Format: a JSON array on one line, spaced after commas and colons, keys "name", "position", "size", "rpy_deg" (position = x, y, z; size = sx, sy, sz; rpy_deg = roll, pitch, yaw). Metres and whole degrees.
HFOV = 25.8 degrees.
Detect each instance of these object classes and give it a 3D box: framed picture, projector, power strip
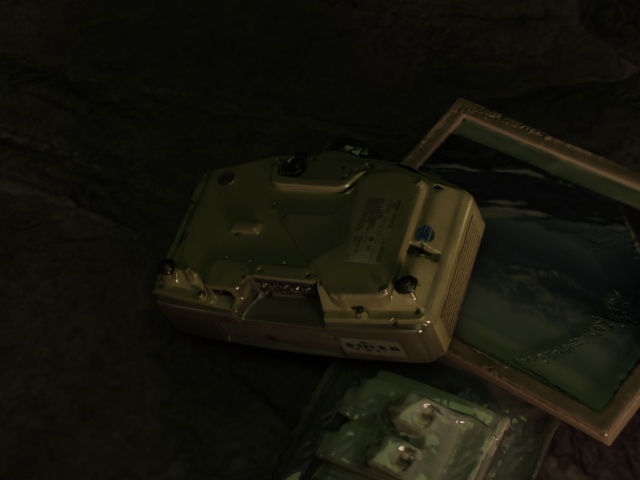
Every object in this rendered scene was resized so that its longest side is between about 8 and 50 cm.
[{"name": "framed picture", "position": [0.180, 0.012, 1.220], "size": [0.335, 0.022, 0.247], "rpy_deg": [28, 65, 36]}, {"name": "projector", "position": [0.000, 0.000, 1.225], "size": [0.269, 0.088, 0.193], "rpy_deg": [5, 57, 25]}, {"name": "power strip", "position": [0.073, 0.168, 1.140], "size": [0.213, 0.064, 0.198], "rpy_deg": [16, 62, 21]}]
